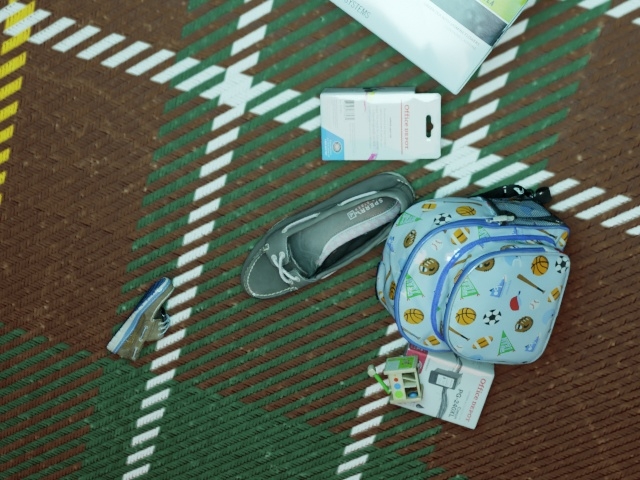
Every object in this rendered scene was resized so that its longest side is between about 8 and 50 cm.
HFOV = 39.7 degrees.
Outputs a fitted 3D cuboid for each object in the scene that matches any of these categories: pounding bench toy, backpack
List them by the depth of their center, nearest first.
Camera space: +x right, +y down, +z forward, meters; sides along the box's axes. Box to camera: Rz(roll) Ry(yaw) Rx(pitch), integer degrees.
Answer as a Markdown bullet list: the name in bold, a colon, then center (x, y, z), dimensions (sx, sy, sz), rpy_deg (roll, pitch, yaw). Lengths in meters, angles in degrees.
- **backpack**: center (0.223, 0.060, 1.324), dimensions (0.263, 0.213, 0.276), rpy_deg (5, 109, -11)
- **pounding bench toy**: center (0.121, 0.229, 1.434), dimensions (0.083, 0.052, 0.065), rpy_deg (-7, 106, 12)

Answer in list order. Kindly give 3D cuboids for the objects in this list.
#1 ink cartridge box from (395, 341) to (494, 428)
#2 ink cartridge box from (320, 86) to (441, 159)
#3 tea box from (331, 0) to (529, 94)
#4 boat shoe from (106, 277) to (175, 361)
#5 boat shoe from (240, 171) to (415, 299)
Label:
- **ink cartridge box**: center (0.205, 0.236, 1.484), dimensions (0.150, 0.063, 0.109), rpy_deg (17, 109, 4)
- **ink cartridge box**: center (0.094, -0.180, 1.361), dimensions (0.181, 0.061, 0.104), rpy_deg (1, 109, 8)
- **tea box**: center (0.150, -0.433, 1.185), dimensions (0.329, 0.220, 0.323), rpy_deg (36, 110, -5)
- **boat shoe**: center (-0.294, 0.138, 1.525), dimensions (0.066, 0.066, 0.183), rpy_deg (37, 119, -10)
- **boat shoe**: center (0.000, 0.000, 1.416), dimensions (0.335, 0.095, 0.112), rpy_deg (-32, 101, 16)
